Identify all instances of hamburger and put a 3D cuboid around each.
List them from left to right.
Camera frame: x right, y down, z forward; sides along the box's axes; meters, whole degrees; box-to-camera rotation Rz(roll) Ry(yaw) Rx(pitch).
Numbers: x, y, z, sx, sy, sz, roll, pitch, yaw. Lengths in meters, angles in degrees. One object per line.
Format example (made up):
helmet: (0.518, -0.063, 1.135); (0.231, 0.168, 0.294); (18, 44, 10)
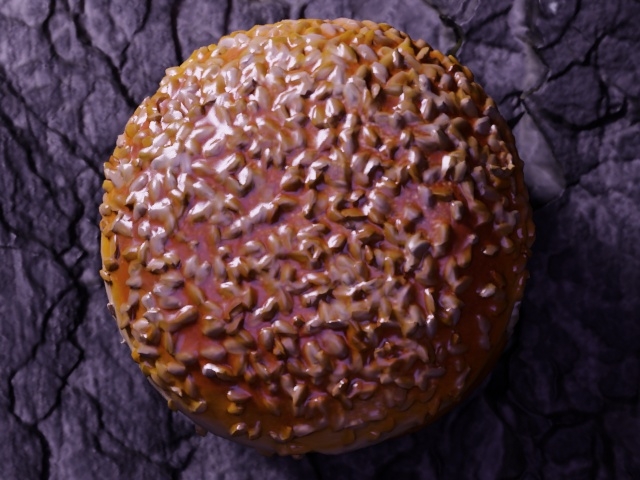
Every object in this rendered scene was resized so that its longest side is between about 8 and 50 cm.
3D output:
hamburger: (0.000, 0.000, 1.325); (0.329, 0.250, 0.330); (0, 87, 8)
